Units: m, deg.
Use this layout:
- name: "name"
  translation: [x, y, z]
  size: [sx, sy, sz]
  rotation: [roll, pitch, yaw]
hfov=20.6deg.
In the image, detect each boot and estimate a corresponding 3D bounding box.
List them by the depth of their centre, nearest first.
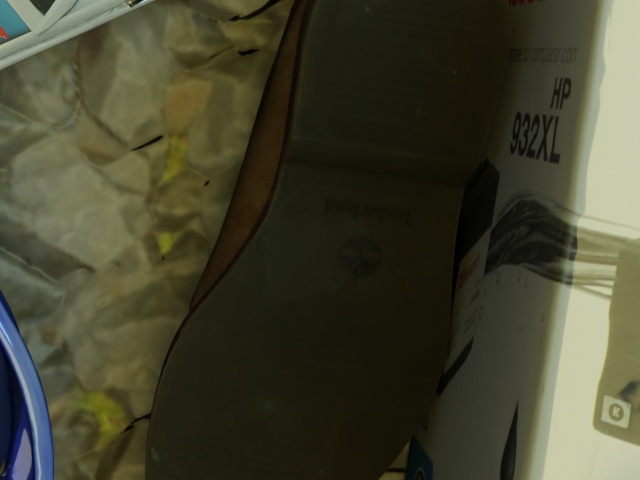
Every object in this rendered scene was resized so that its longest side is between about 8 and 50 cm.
- name: "boot"
  translation: [0.000, 0.000, 0.764]
  size: [0.112, 0.115, 0.305]
  rotation: [14, 112, -14]

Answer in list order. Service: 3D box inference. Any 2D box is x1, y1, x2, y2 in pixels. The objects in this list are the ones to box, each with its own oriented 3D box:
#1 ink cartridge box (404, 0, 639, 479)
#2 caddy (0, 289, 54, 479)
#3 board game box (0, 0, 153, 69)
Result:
- name: "ink cartridge box"
  translation: [0.126, 0.023, 0.710]
  size: [0.129, 0.223, 0.307]
  rotation: [8, 95, -6]
- name: "caddy"
  translation: [-0.248, 0.040, 0.689]
  size: [0.241, 0.179, 0.341]
  rotation: [-28, 99, -3]
- name: "board game box"
  translation: [-0.140, -0.234, 0.721]
  size: [0.193, 0.053, 0.305]
  rotation: [-26, 99, -15]
